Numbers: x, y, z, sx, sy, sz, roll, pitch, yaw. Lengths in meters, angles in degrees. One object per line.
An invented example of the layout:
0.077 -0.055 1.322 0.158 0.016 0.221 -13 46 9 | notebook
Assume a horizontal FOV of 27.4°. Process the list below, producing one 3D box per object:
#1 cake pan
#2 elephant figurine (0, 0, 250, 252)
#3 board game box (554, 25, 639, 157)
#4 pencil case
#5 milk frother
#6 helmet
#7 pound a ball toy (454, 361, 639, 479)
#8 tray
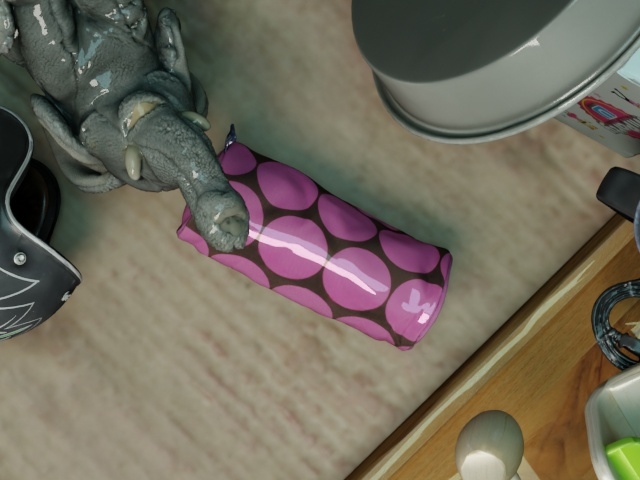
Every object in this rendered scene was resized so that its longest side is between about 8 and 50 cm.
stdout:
0.132 -0.208 0.929 0.054 0.293 0.293 32 87 -37 | cake pan
-0.147 -0.103 0.955 0.169 0.186 0.239 -22 106 26 | elephant figurine
0.293 -0.217 0.958 0.098 0.224 0.303 29 87 -4 | board game box
0.000 0.000 1.011 0.209 0.098 0.095 30 127 -3 | pencil case
0.249 0.026 0.923 0.129 0.135 0.143 11 85 28 | milk frother
-0.260 -0.005 0.960 0.170 0.169 0.161 -2 73 -3 | helmet
0.260 0.204 0.933 0.208 0.135 0.319 -29 106 19 | pound a ball toy
0.205 0.149 1.023 0.411 0.076 0.203 -44 91 -4 | tray
